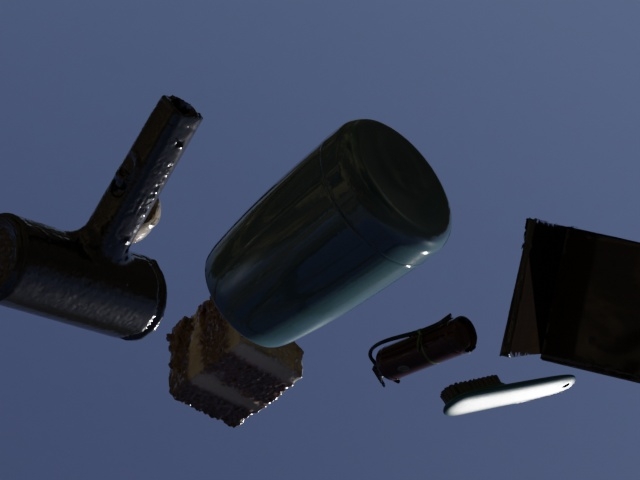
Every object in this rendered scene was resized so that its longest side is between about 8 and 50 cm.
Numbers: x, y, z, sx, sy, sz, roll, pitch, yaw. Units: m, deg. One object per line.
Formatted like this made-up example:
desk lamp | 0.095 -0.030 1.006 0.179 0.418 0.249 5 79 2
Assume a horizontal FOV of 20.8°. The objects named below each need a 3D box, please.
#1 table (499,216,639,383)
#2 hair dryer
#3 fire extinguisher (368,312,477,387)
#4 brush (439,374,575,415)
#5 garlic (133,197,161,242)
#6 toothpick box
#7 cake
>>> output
table | 0.395 0.093 2.258 0.250 0.196 0.282 14 -178 19
hair dryer | -0.195 -0.031 1.631 0.197 0.251 0.089 19 -161 -48
fire extinguisher | 0.095 0.112 1.730 0.132 0.056 0.039 -25 -150 40
brush | 0.220 0.173 2.055 0.193 0.043 0.032 -9 -127 -32
garlic | -0.261 -0.030 2.300 0.113 0.074 0.094 -16 -138 11
toothpick box | 0.000 0.000 1.345 0.120 0.184 0.120 36 -146 -29
cake | -0.114 0.149 2.334 0.134 0.147 0.135 28 -143 -28
